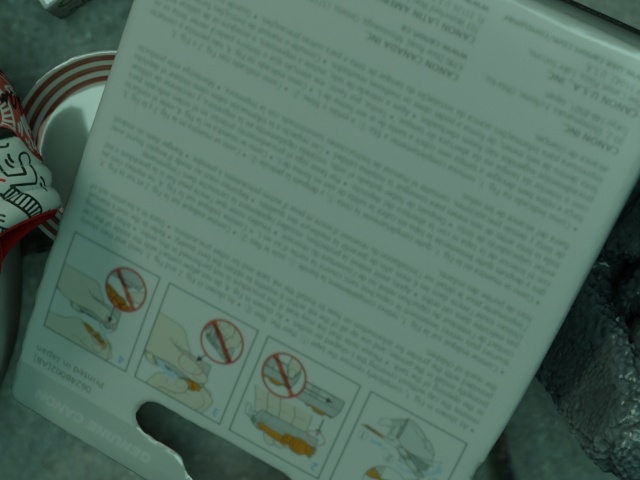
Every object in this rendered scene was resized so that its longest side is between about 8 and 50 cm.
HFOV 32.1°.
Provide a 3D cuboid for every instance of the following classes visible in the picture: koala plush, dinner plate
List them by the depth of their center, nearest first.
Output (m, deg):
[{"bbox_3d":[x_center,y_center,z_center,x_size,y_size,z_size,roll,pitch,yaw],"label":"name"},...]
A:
[{"bbox_3d":[0.260,0.058,0.712,0.221,0.203,0.196,25,103,-24],"label":"koala plush"},{"bbox_3d":[-0.139,-0.057,0.753,0.141,0.017,0.141,0,93,-2],"label":"dinner plate"}]

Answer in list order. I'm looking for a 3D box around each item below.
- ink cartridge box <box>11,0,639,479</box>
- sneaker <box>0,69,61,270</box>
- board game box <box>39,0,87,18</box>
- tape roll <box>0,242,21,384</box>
[{"bbox_3d":[0.000,0.000,0.691,0.308,0.091,0.385,27,111,12],"label":"ink cartridge box"},{"bbox_3d":[-0.286,-0.004,0.646,0.270,0.090,0.145,-30,92,-2],"label":"sneaker"},{"bbox_3d":[-0.186,-0.325,0.715,0.193,0.053,0.305,-36,94,2],"label":"board game box"},{"bbox_3d":[-0.396,0.024,0.725,0.392,0.072,0.392,0,94,-1],"label":"tape roll"}]
